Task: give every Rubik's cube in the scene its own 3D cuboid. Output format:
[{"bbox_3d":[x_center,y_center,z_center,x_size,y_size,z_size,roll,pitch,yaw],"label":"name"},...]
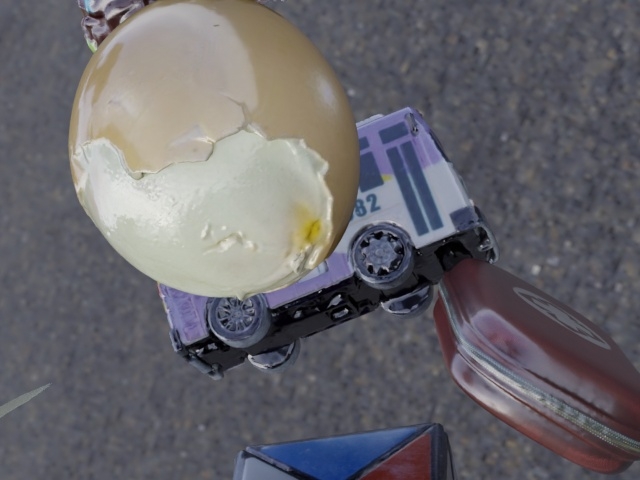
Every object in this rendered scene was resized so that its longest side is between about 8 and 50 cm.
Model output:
[{"bbox_3d":[0.050,0.452,2.012,0.307,0.305,0.310,-84,-16,-62],"label":"Rubik's cube"}]

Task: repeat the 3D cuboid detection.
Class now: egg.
[{"bbox_3d":[-0.076,-0.074,1.093,0.201,0.201,0.244,-49,35,32],"label":"egg"}]

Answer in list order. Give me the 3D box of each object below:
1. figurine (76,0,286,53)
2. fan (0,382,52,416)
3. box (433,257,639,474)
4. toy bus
[{"bbox_3d":[-0.114,-0.206,1.252,0.240,0.174,0.116,-29,35,54],"label":"figurine"},{"bbox_3d":[-0.379,0.204,1.121,0.414,0.012,0.233,-29,1,-5],"label":"fan"},{"bbox_3d":[0.254,0.135,1.795,0.108,0.263,0.404,-59,7,10],"label":"box"},{"bbox_3d":[0.000,0.000,2.104,0.440,0.209,0.249,-23,70,6],"label":"toy bus"}]
